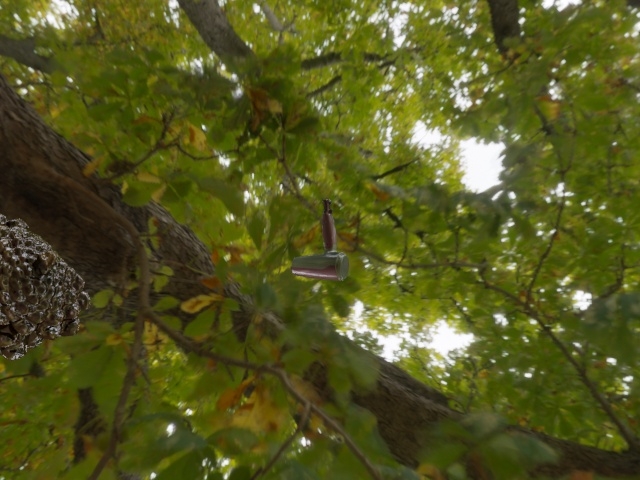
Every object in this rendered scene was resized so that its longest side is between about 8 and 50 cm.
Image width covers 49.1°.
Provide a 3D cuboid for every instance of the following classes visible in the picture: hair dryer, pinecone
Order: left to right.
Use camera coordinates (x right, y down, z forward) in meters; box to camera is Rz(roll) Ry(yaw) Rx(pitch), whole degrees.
[{"bbox_3d":[-0.413,0.059,0.894,0.169,0.212,0.185,-38,-69,-35],"label":"pinecone"},{"bbox_3d":[0.006,-0.002,1.331,0.106,0.054,0.154,4,-100,26],"label":"hair dryer"}]
